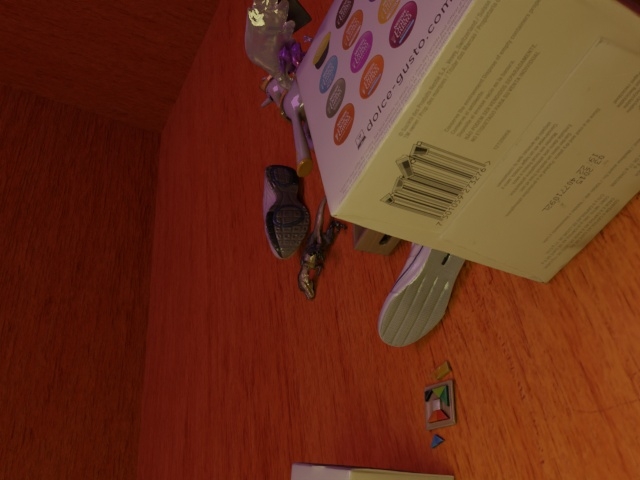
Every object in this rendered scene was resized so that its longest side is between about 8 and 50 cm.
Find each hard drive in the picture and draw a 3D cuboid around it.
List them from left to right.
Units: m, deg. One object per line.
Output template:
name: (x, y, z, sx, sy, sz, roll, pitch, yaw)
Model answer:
hard drive: (-0.088, -0.538, 1.559, 0.094, 0.135, 0.022, -31, 69, 15)

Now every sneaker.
sneaker: (-0.095, -0.059, 1.662, 0.297, 0.110, 0.129, -95, 16, -44)
sneaker: (0.172, 0.054, 1.056, 0.258, 0.094, 0.091, -61, 10, 18)

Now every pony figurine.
pony figurine: (-0.038, -0.385, 1.557, 0.363, 0.302, 0.351, 60, 140, 37)

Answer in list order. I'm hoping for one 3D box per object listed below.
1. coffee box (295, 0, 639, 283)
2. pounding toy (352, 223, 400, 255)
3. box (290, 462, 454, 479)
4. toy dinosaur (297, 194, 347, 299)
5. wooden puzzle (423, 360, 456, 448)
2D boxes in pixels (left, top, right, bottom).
coffee box: (0.205, -0.207, 0.821, 0.338, 0.338, 0.334, -56, 30, 34)
pounding toy: (0.129, -0.047, 1.195, 0.141, 0.100, 0.130, 122, 153, -53)
box: (0.069, 0.390, 0.946, 0.181, 0.181, 0.119, -27, 54, 58)
toy dinosaur: (0.000, 0.000, 1.455, 0.118, 0.064, 0.268, -178, 105, -71)
wooden puzzle: (0.179, 0.249, 0.996, 0.078, 0.014, 0.116, -45, 38, 46)
